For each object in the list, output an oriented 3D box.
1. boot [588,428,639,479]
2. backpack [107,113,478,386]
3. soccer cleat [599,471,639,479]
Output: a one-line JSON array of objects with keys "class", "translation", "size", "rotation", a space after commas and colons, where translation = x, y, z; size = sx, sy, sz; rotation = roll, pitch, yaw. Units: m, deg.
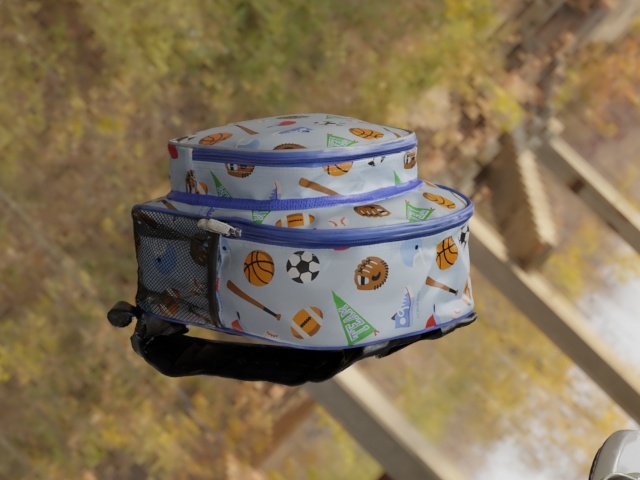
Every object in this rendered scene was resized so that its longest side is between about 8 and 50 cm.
[{"class": "boot", "translation": [0.170, 0.218, 1.086], "size": [0.086, 0.069, 0.190], "rotation": [-5, -111, 46]}, {"class": "backpack", "translation": [0.000, 0.000, 1.397], "size": [0.276, 0.263, 0.213], "rotation": [-22, 121, -44]}, {"class": "soccer cleat", "translation": [0.141, 0.155, 0.860], "size": [0.196, 0.076, 0.068], "rotation": [-10, -150, 31]}]
